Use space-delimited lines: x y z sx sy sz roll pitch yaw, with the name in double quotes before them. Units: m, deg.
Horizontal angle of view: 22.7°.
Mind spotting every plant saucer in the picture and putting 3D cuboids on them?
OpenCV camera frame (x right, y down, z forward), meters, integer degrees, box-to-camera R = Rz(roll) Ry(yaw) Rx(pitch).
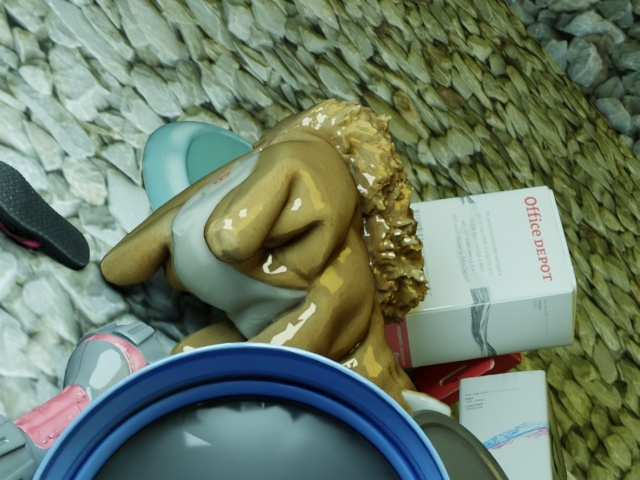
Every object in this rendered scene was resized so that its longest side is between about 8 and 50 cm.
"plant saucer" -0.096 -0.030 2.034 0.318 0.044 0.317 37 32 -28

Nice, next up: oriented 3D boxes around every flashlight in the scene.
"flashlight" -0.252 0.162 1.503 0.103 0.103 0.304 32 24 15

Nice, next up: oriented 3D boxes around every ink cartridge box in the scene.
"ink cartridge box" 0.246 0.327 1.993 0.278 0.117 0.201 -83 161 -54
"ink cartridge box" 0.196 0.133 2.204 0.078 0.134 0.231 36 33 -33
"ink cartridge box" 0.183 0.051 2.106 0.207 0.283 0.117 -96 177 -46

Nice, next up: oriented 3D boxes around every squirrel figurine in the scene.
"squirrel figurine" 0.016 0.060 1.793 0.370 0.281 0.397 55 50 -14

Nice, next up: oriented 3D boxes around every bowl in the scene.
"bowl" -0.068 0.285 1.391 0.077 0.391 0.391 85 -19 -68

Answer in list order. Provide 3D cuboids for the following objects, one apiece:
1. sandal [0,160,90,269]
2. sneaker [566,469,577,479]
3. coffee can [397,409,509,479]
"sandal" -0.312 -0.020 1.694 0.179 0.040 0.067 48 29 -44
"sneaker" 0.374 0.413 2.203 0.091 0.094 0.258 -13 68 -56
"coffee can" 0.046 0.322 1.589 0.201 0.275 0.201 38 31 -28
